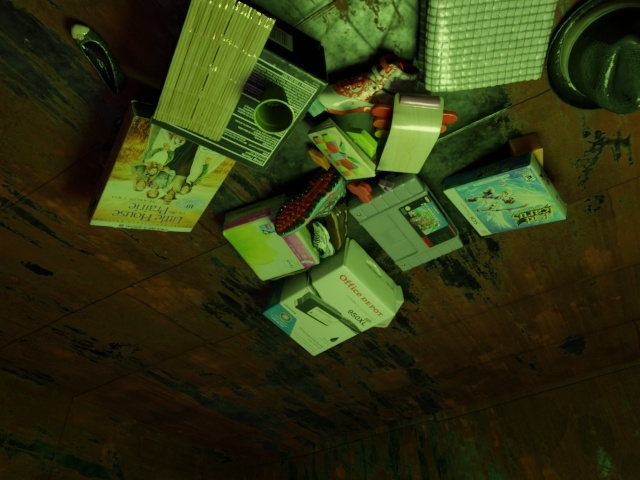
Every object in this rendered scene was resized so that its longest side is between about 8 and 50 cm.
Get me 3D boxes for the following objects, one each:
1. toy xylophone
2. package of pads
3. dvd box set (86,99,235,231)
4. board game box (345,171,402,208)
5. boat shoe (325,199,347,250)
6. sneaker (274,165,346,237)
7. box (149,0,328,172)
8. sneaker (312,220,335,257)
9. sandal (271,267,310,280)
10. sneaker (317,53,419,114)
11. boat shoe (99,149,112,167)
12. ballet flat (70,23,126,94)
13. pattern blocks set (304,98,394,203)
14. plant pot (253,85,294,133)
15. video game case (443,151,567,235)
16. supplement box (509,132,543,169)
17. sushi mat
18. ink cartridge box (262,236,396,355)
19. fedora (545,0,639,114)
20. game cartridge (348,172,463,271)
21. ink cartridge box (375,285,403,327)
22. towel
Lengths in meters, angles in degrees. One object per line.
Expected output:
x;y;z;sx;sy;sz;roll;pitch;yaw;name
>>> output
0.190;-0.259;1.250;0.236;0.081;0.323;7;164;-9;toy xylophone
-0.159;0.001;1.602;0.229;0.101;0.297;-18;137;15;package of pads
-0.423;-0.175;1.338;0.307;0.062;0.420;5;142;-39;dvd box set
0.212;-0.116;1.530;0.194;0.060;0.194;-29;134;26;board game box
0.060;-0.046;1.591;0.073;0.073;0.207;-38;153;-22;boat shoe
-0.018;-0.091;1.444;0.262;0.104;0.125;-42;144;-4;sneaker
-0.187;-0.358;1.118;0.296;0.183;0.294;22;131;-26;box
0.000;0.000;1.611;0.058;0.052;0.135;-31;112;-18;sneaker
-0.107;0.099;1.752;0.180;0.072;0.049;-22;152;22;sandal
0.107;-0.383;1.190;0.269;0.090;0.145;3;138;-14;sneaker
-0.517;-0.217;1.356;0.170;0.063;0.059;0;163;-17;boat shoe
-0.505;-0.416;1.126;0.057;0.049;0.173;-16;138;12;ballet flat
0.052;-0.223;1.253;0.325;0.026;0.285;41;162;-10;pattern blocks set
-0.096;-0.278;1.020;0.083;0.079;0.083;-2;138;-2;plant pot
0.546;-0.126;1.458;0.269;0.061;0.244;-15;136;44;video game case
0.612;-0.201;1.454;0.078;0.080;0.233;-14;137;13;supplement box
-0.221;-0.340;0.986;0.151;0.019;0.316;19;134;-21;sushi mat
0.035;0.211;1.768;0.394;0.166;0.285;-33;115;29;ink cartridge box
0.708;-0.416;1.152;0.333;0.153;0.334;-3;139;-2;fedora
0.273;-0.048;1.516;0.230;0.068;0.355;-23;133;27;game cartridge
0.229;0.259;1.952;0.139;0.082;0.191;7;139;-12;ink cartridge box
0.359;-0.471;1.081;0.283;0.121;0.235;-10;132;-3;towel
